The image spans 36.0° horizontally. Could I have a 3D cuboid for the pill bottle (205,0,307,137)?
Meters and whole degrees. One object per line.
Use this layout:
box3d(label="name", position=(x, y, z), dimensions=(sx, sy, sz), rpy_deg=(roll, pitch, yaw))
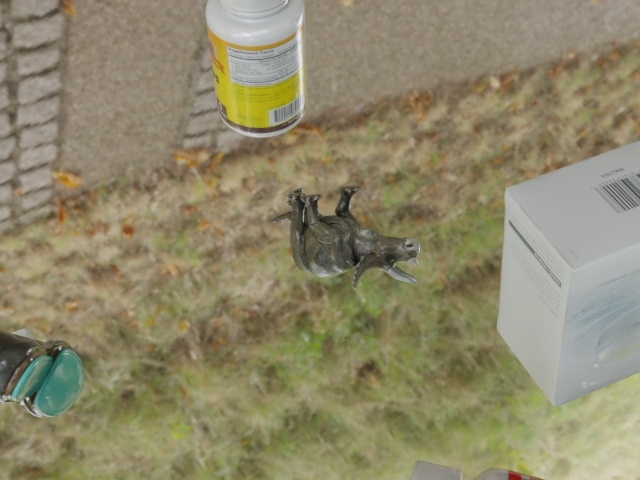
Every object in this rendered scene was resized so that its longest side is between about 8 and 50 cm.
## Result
box3d(label="pill bottle", position=(-0.076, -0.235, 1.194), dimensions=(0.117, 0.117, 0.215), rpy_deg=(-30, 147, -22))

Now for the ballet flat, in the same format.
box3d(label="ballet flat", position=(-0.349, 0.145, 1.159), dimensions=(0.095, 0.096, 0.280), rpy_deg=(-61, 175, -15))

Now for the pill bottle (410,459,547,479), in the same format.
box3d(label="pill bottle", position=(0.212, 0.310, 0.933), dimensions=(0.161, 0.283, 0.161), rpy_deg=(14, 90, -82))

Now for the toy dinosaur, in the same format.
box3d(label="toy dinosaur", position=(0.000, 0.000, 1.536), dimensions=(0.314, 0.160, 0.121), rpy_deg=(-1, -168, 46))

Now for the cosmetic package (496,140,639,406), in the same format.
box3d(label="cosmetic package", position=(0.323, 0.031, 1.065), dimensions=(0.224, 0.138, 0.224), rpy_deg=(-20, 137, -12))
